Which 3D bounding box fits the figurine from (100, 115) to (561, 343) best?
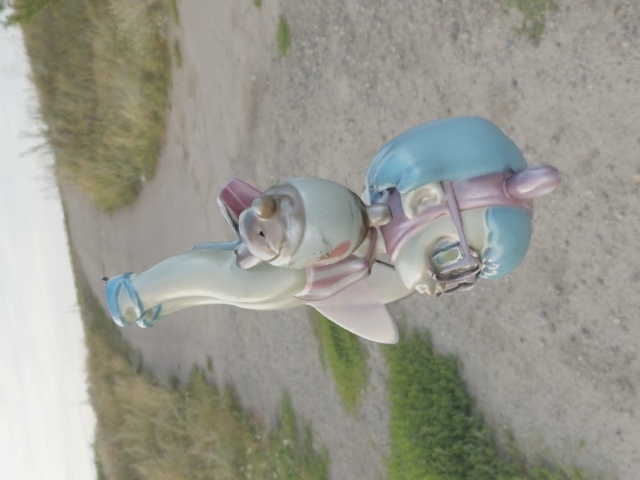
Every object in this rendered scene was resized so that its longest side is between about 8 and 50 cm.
[{"bbox_3d":[-0.001,-0.009,0.395,0.205,0.260,0.103,64,-167,-65],"label":"figurine"}]
